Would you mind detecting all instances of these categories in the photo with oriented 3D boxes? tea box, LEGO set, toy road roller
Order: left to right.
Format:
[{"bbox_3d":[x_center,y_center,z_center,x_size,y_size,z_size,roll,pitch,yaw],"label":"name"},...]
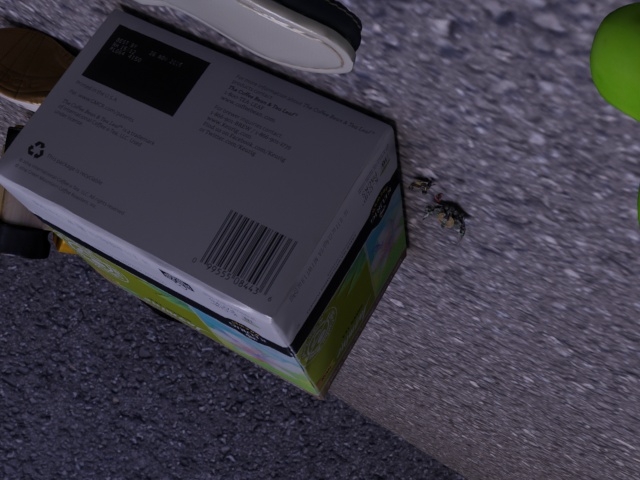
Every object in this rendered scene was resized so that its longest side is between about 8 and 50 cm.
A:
[{"bbox_3d":[-0.419,-0.071,1.396,0.240,0.203,0.329,10,-175,-22],"label":"toy road roller"},{"bbox_3d":[-0.102,-0.024,0.901,0.329,0.220,0.323,26,164,19],"label":"tea box"},{"bbox_3d":[0.123,-0.033,0.829,0.054,0.023,0.083,16,145,39],"label":"LEGO set"}]

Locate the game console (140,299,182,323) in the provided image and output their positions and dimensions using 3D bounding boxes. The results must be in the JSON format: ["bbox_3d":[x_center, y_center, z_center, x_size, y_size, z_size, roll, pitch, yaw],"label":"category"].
[{"bbox_3d":[-0.138,0.076,1.353,0.386,0.060,0.342,4,157,13],"label":"game console"}]

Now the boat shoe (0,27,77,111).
[{"bbox_3d":[-0.324,-0.185,1.057,0.277,0.098,0.096,26,163,17],"label":"boat shoe"}]

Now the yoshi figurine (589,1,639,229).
[{"bbox_3d":[0.245,0.021,0.333,0.362,0.203,0.203,-116,32,-44],"label":"yoshi figurine"}]

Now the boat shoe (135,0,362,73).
[{"bbox_3d":[-0.073,-0.193,0.583,0.254,0.079,0.095,27,167,25],"label":"boat shoe"}]
